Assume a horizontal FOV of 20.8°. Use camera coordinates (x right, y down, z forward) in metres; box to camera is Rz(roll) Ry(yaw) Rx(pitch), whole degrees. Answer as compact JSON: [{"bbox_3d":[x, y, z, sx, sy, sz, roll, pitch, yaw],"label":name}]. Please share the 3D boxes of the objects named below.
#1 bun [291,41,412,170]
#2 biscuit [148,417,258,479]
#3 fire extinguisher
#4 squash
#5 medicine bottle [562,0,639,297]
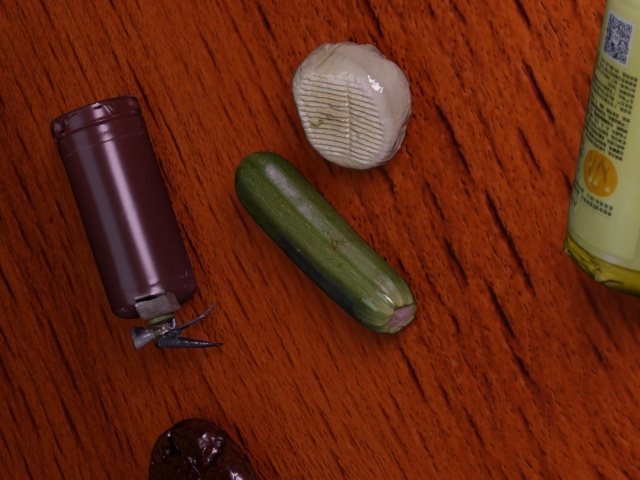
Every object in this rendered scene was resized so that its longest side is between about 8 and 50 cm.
[{"bbox_3d":[0.031,-0.119,1.487,0.115,0.069,0.115,21,132,25],"label":"bun"},{"bbox_3d":[-0.114,0.274,1.813,0.192,0.049,0.192,30,129,46],"label":"biscuit"},{"bbox_3d":[-0.184,-0.008,1.762,0.105,0.105,0.269,-21,86,50],"label":"fire extinguisher"},{"bbox_3d":[0.000,0.000,1.570,0.229,0.066,0.066,45,133,29],"label":"squash"},{"bbox_3d":[0.242,-0.073,1.219,0.124,0.124,0.239,30,127,40],"label":"medicine bottle"}]
